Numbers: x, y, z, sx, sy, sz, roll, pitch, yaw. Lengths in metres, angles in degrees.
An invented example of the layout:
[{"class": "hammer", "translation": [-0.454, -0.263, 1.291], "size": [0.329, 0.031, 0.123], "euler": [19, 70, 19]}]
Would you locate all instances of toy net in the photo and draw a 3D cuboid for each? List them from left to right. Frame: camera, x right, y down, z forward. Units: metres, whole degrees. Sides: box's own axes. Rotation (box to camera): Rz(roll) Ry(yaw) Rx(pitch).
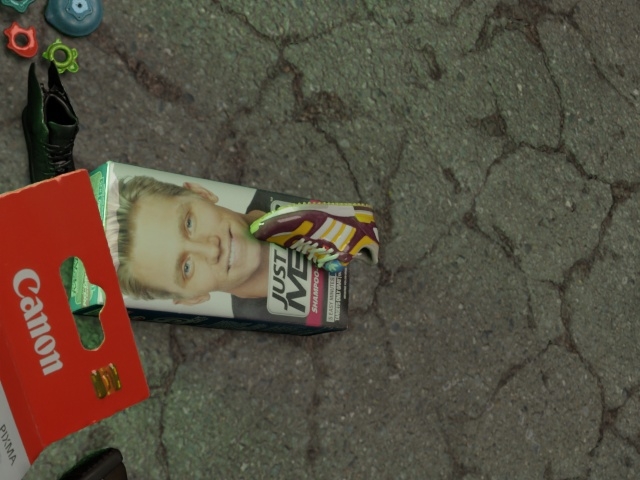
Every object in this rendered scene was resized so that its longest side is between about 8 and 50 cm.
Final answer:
[{"class": "toy net", "translation": [-0.380, -0.299, 1.120], "size": [0.232, 0.045, 0.122], "euler": [29, 85, -24]}]

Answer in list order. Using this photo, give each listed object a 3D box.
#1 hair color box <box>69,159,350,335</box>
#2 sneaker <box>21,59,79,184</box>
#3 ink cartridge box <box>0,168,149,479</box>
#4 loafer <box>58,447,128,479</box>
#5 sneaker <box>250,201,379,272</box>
[{"class": "hair color box", "translation": [-0.130, 0.021, 1.187], "size": [0.347, 0.105, 0.174], "euler": [9, 76, -32]}, {"class": "sneaker", "translation": [-0.314, -0.119, 1.097], "size": [0.051, 0.089, 0.170], "euler": [-15, 89, -35]}, {"class": "ink cartridge box", "translation": [-0.357, 0.136, 0.926], "size": [0.385, 0.091, 0.308], "euler": [-24, 120, -27]}, {"class": "loafer", "translation": [-0.294, 0.323, 1.033], "size": [0.220, 0.080, 0.078], "euler": [-37, 101, -33]}, {"class": "sneaker", "translation": [0.000, 0.000, 1.171], "size": [0.185, 0.069, 0.084], "euler": [-4, 77, -34]}]
